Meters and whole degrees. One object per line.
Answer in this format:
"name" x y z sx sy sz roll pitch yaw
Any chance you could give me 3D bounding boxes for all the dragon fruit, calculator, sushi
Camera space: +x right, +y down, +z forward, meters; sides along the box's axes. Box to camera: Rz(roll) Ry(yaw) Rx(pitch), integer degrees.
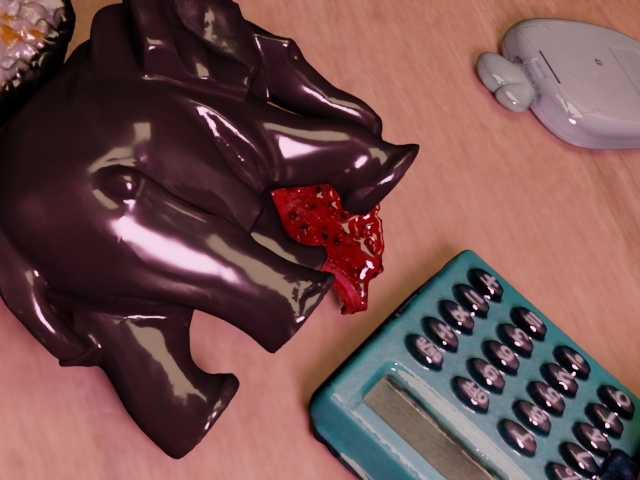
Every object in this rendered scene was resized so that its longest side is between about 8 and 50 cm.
"dragon fruit" -0.003 -0.001 0.975 0.063 0.097 0.131 7 72 -42
"calculator" 0.301 -0.179 1.322 0.295 0.042 0.184 -4 56 -34
"calculator" 0.146 0.144 0.950 0.248 0.058 0.274 43 44 7
"sushi" -0.274 -0.114 0.873 0.136 0.126 0.225 31 46 -4

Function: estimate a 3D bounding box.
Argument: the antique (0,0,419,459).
"antique" -0.099 -0.045 0.847 0.255 0.185 0.322 39 56 -2
